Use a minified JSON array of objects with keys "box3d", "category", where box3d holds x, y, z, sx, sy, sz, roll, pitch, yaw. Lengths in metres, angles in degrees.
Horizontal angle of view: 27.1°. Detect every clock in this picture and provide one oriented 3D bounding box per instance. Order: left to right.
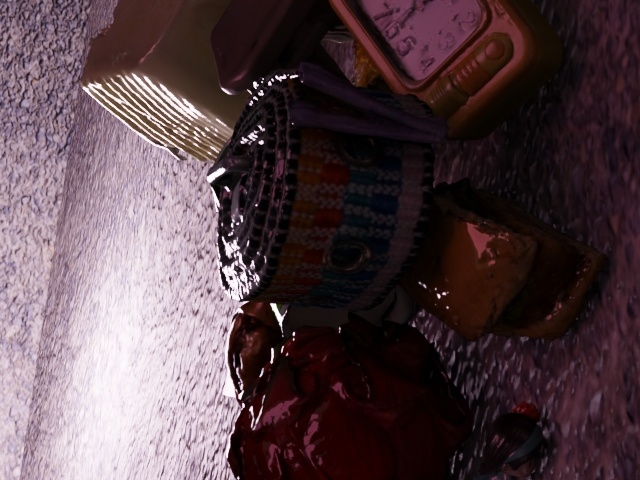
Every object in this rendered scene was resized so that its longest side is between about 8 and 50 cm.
[{"box3d":[0.114,-0.203,1.229,0.143,0.096,0.202,-44,69,29],"category":"clock"}]

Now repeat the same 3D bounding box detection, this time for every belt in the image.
[{"box3d":[-0.015,-0.042,1.171,0.295,0.161,0.206,179,99,-76],"category":"belt"}]

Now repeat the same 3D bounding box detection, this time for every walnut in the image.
[{"box3d":[-0.054,0.130,1.537,0.115,0.116,0.207,-100,7,-47],"category":"walnut"}]

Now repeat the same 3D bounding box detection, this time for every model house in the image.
[{"box3d":[-0.016,-0.197,1.347,0.122,0.188,0.229,14,65,38],"category":"model house"}]

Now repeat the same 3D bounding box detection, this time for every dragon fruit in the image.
[{"box3d":[0.043,0.203,1.212,0.293,0.234,0.233,49,129,27],"category":"dragon fruit"}]

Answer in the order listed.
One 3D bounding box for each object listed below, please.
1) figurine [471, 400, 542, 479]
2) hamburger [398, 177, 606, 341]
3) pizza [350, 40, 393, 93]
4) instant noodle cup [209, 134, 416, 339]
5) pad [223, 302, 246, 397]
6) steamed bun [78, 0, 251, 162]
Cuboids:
[{"box3d":[0.154,0.188,1.112,0.060,0.047,0.106,-42,-27,-57],"category":"figurine"},{"box3d":[0.128,0.016,1.167,0.262,0.124,0.130,-137,62,-68],"category":"hamburger"},{"box3d":[0.115,-0.224,1.401,0.323,0.089,0.223,175,109,-68],"category":"pizza"},{"box3d":[0.000,0.000,1.435,0.207,0.207,0.232,-60,34,37],"category":"instant noodle cup"},{"box3d":[-0.075,0.071,1.823,0.202,0.005,0.299,175,108,-68],"category":"pad"},{"box3d":[-0.154,-0.278,1.875,0.273,0.290,0.272,-3,68,50],"category":"steamed bun"}]
